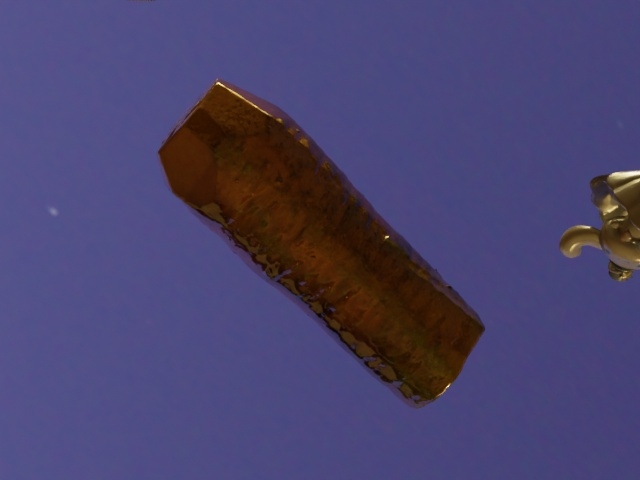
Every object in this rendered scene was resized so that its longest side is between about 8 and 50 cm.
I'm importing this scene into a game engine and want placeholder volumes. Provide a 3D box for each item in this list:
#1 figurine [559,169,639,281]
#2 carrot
[{"bbox_3d":[0.209,-0.004,1.191,0.082,0.094,0.086,-48,180,-41],"label":"figurine"},{"bbox_3d":[0.000,0.000,1.486,0.114,0.302,0.114,-44,-169,11],"label":"carrot"}]
